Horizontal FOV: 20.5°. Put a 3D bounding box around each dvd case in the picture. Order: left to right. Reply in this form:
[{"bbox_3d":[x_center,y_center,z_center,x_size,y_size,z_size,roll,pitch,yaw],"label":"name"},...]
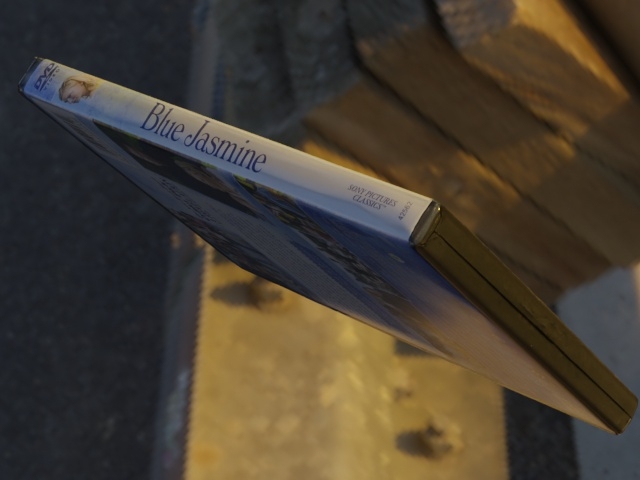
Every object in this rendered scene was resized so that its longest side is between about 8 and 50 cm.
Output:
[{"bbox_3d":[0.000,0.000,0.765,0.253,0.180,0.022,22,77,43],"label":"dvd case"}]
